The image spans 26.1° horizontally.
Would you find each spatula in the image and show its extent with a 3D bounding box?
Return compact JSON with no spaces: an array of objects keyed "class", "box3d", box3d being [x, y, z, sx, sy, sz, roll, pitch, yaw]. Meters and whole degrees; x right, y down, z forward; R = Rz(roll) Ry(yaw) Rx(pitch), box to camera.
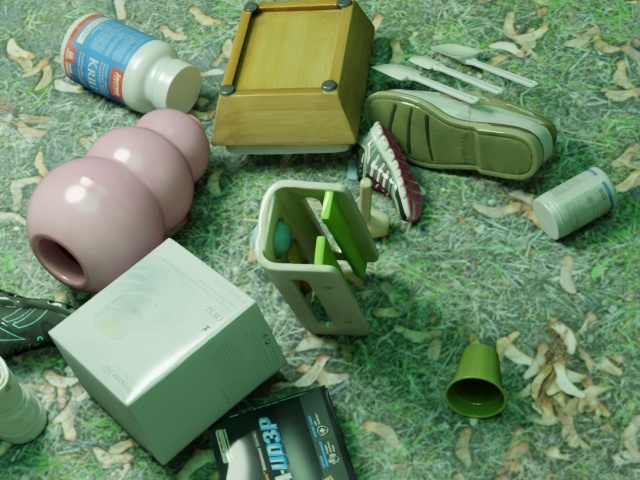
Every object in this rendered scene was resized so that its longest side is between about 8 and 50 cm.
[{"class":"spatula","box3d":[0.216,-0.263,2.153,0.168,0.019,0.242,-16,28,-31]}]

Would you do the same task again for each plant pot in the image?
[{"class":"plant pot","box3d":[0.214,0.184,1.868,0.083,0.083,0.079,3,43,12]}]

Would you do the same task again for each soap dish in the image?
[{"class":"soap dish","box3d":[-0.043,-0.267,2.188,0.229,0.118,0.291,0,46,11]}]

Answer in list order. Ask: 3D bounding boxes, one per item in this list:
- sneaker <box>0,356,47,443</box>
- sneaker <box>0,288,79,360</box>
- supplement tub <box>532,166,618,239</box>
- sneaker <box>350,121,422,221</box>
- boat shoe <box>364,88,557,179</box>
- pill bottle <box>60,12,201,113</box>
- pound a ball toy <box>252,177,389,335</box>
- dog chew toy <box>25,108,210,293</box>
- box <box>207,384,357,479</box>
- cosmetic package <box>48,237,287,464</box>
[{"class":"sneaker","box3d":[-0.535,0.180,1.945,0.292,0.169,0.108,14,60,21]},{"class":"sneaker","box3d":[-0.438,0.131,2.025,0.267,0.101,0.106,10,79,16]},{"class":"supplement tub","box3d":[0.372,-0.055,2.010,0.107,0.071,0.071,-28,54,-10]},{"class":"sneaker","box3d":[0.097,-0.094,2.096,0.075,0.063,0.170,-32,67,21]},{"class":"boat shoe","box3d":[0.215,-0.172,2.112,0.302,0.113,0.103,20,39,26]},{"class":"pill bottle","box3d":[-0.309,-0.283,2.266,0.221,0.124,0.124,25,62,27]},{"class":"pound a ball toy","box3d":[0.000,0.000,1.915,0.136,0.319,0.208,3,70,13]},{"class":"dog chew toy","box3d":[-0.288,-0.075,2.076,0.206,0.206,0.332,22,53,24]},{"class":"box","box3d":[-0.042,0.316,1.827,0.175,0.051,0.220,-17,53,-2]},{"class":"cosmetic package","box3d":[-0.212,0.147,1.899,0.224,0.138,0.224,-40,43,-17]}]
